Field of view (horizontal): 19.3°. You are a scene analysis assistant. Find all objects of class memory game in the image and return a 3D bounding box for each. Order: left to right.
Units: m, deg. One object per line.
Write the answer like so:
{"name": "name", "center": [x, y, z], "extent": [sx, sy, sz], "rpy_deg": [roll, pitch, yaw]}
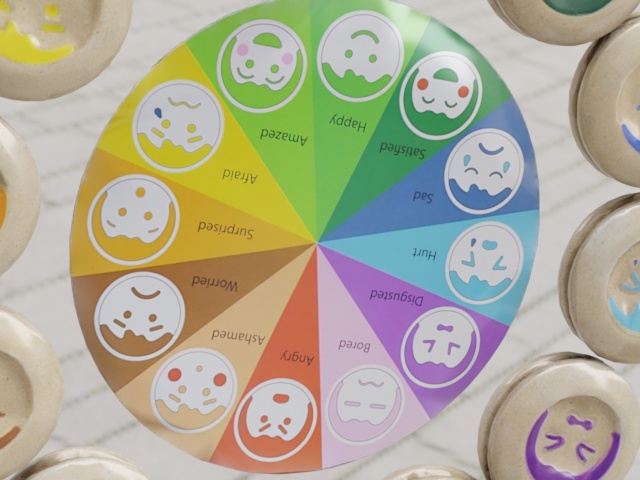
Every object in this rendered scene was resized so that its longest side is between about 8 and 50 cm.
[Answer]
{"name": "memory game", "center": [0.000, 0.000, 0.364], "extent": [0.186, 0.186, 0.012], "rpy_deg": [5, 15, -24]}
